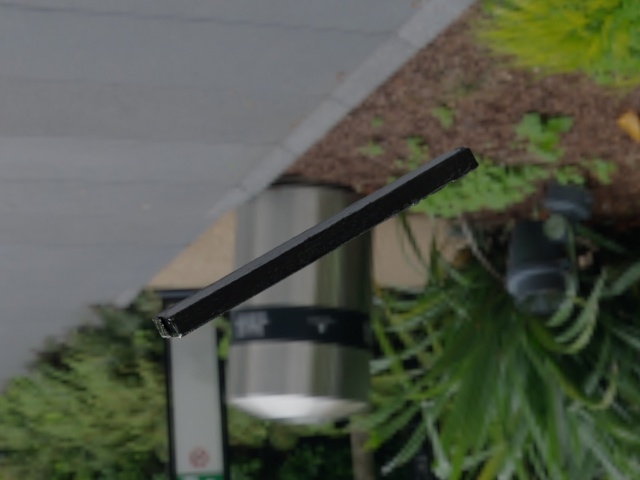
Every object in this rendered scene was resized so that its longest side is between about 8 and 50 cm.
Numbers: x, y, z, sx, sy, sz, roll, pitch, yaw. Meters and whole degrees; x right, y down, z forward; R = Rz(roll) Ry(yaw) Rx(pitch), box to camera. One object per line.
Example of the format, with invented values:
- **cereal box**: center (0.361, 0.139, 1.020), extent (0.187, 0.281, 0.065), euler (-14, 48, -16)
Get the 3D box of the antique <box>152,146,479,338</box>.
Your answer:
- **antique**: center (0.000, 0.000, 0.689), extent (0.192, 0.015, 0.031), euler (-30, -171, -18)
